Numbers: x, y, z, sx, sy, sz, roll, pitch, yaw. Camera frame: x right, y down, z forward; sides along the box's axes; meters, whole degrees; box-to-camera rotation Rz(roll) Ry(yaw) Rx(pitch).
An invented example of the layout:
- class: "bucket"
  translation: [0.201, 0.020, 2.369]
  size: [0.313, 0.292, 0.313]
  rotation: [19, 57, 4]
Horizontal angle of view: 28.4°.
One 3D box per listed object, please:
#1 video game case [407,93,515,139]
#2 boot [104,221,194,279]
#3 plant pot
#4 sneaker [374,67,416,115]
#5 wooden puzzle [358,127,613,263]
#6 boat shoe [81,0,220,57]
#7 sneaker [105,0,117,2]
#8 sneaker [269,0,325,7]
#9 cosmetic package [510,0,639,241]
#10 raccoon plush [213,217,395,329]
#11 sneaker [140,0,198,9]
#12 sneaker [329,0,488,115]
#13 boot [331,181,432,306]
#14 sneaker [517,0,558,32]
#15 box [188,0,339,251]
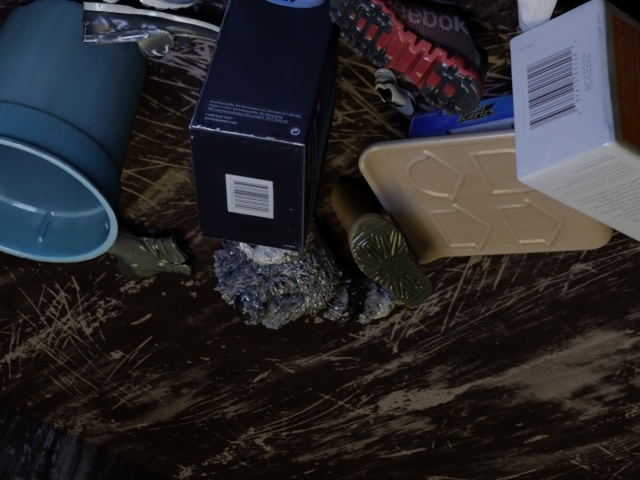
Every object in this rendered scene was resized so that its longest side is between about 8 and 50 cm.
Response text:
- class: "video game case"
  translation: [0.322, -0.140, 2.118]
  size: [0.270, 0.061, 0.244]
  rotation: [-9, 140, 33]
- class: "boot"
  translation: [-0.363, 0.001, 2.614]
  size: [0.161, 0.083, 0.246]
  rotation: [-6, 149, 18]
- class: "plant pot"
  translation: [-0.450, -0.195, 2.081]
  size: [0.341, 0.334, 0.341]
  rotation: [11, 149, 7]
- class: "sneaker"
  translation: [0.119, -0.234, 2.069]
  size: [0.040, 0.043, 0.109]
  rotation: [-14, 140, 34]
- class: "wooden puzzle"
  translation: [0.279, -0.089, 2.095]
  size: [0.348, 0.080, 0.322]
  rotation: [-8, 143, 24]
- class: "boat shoe"
  translation: [-0.261, -0.328, 2.006]
  size: [0.233, 0.079, 0.084]
  rotation: [6, -172, -6]
- class: "sneaker"
  translation: [-0.368, -0.447, 1.892]
  size: [0.086, 0.085, 0.237]
  rotation: [-39, 133, 21]
- class: "sneaker"
  translation: [-0.087, -0.414, 1.832]
  size: [0.232, 0.081, 0.090]
  rotation: [20, 153, -9]
- class: "cosmetic package"
  translation: [0.475, -0.137, 1.810]
  size: [0.453, 0.230, 0.161]
  rotation: [21, 150, -40]
- class: "raccoon plush"
  translation: [0.000, 0.000, 2.432]
  size: [0.446, 0.216, 0.299]
  rotation: [0, 145, -36]
- class: "sneaker"
  translation: [-0.270, -0.443, 1.836]
  size: [0.283, 0.110, 0.122]
  rotation: [33, 141, -27]
- class: "sneaker"
  translation: [0.138, -0.307, 1.883]
  size: [0.276, 0.135, 0.097]
  rotation: [36, 142, -3]
- class: "boot"
  translation: [0.076, -0.023, 2.222]
  size: [0.089, 0.269, 0.236]
  rotation: [-34, 130, 1]
- class: "sneaker"
  translation: [0.260, -0.403, 1.707]
  size: [0.169, 0.108, 0.292]
  rotation: [16, 145, 10]
- class: "box"
  translation: [-0.079, -0.190, 1.977]
  size: [0.183, 0.294, 0.296]
  rotation: [9, 148, 4]
